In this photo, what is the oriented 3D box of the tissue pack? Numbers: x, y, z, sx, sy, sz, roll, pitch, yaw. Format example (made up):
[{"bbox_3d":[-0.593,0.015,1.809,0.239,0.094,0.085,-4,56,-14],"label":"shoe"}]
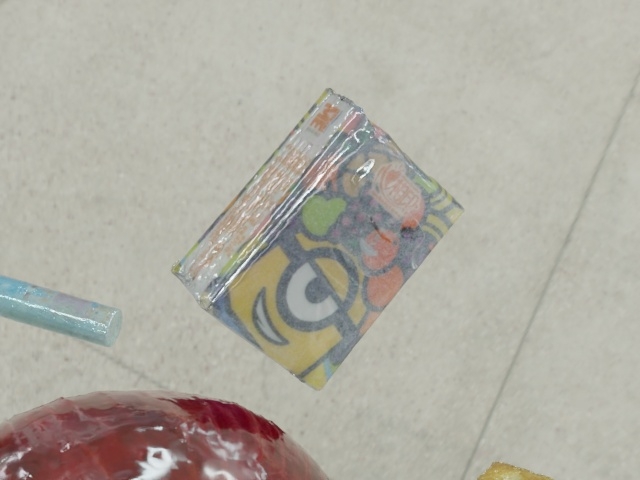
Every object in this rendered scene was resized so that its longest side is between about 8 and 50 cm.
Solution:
[{"bbox_3d":[0.000,0.000,0.679,0.148,0.108,0.060,-51,35,-1],"label":"tissue pack"}]

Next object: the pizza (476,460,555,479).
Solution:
[{"bbox_3d":[0.197,0.267,1.098,0.174,0.046,0.134,-3,18,2],"label":"pizza"}]

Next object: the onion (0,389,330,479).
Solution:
[{"bbox_3d":[-0.082,0.178,0.497,0.248,0.161,0.248,12,55,-17],"label":"onion"}]

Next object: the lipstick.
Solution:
[{"bbox_3d":[-0.306,0.080,1.284,0.157,0.048,0.048,15,54,10],"label":"lipstick"}]
